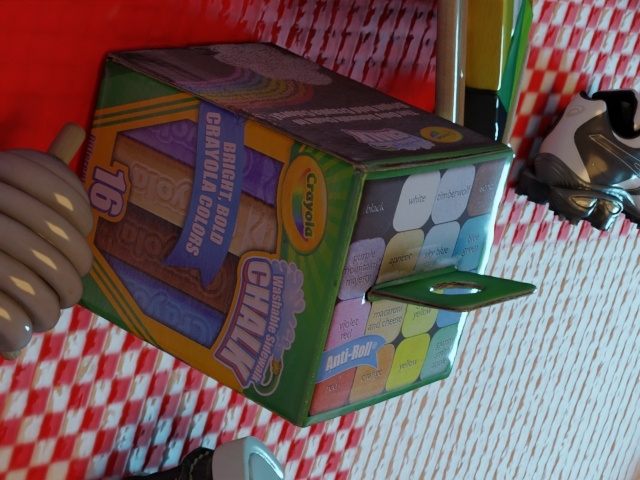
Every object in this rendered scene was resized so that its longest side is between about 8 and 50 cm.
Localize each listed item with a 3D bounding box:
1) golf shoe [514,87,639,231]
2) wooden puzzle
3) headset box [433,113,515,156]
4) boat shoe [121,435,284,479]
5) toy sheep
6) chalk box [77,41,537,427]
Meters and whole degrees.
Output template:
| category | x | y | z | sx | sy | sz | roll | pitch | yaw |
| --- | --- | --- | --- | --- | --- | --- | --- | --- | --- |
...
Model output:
| category | x | y | z | sx | sy | sz | roll | pitch | yaw |
| --- | --- | --- | --- | --- | --- | --- | --- | --- | --- |
| golf shoe | 0.217 | -0.056 | 1.324 | 0.198 | 0.077 | 0.094 | 2 | 111 | -56 |
| wooden puzzle | 0.093 | -0.147 | 1.029 | 0.221 | 0.044 | 0.239 | -71 | 160 | -48 |
| headset box | 0.083 | -0.047 | 1.183 | 0.083 | 0.032 | 0.062 | -56 | 147 | -12 |
| boat shoe | -0.041 | 0.207 | 1.145 | 0.302 | 0.091 | 0.114 | 65 | 15 | -50 |
| toy sheep | -0.142 | 0.003 | 0.862 | 0.132 | 0.091 | 0.091 | -67 | 150 | -19 |
| chalk box | 0.000 | 0.000 | 0.933 | 0.132 | 0.213 | 0.132 | -10 | 121 | -51 |
